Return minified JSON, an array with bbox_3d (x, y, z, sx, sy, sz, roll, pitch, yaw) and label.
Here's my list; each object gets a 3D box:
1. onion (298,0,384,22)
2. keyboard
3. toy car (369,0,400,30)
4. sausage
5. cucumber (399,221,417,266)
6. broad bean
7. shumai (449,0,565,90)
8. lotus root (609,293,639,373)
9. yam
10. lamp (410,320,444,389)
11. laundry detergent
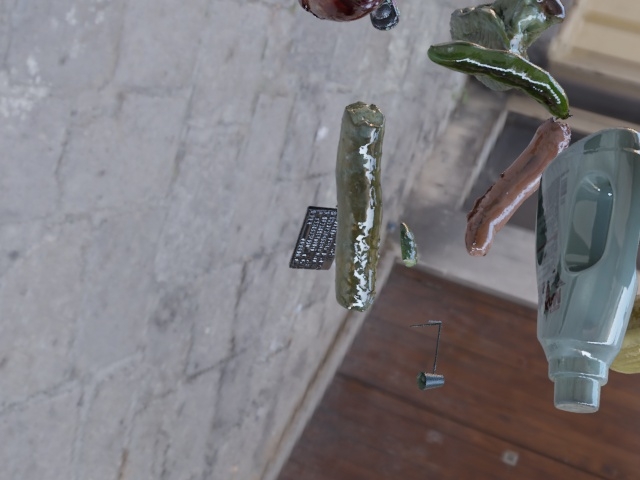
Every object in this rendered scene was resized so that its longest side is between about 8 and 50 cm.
[{"bbox_3d":[0.012,-0.482,1.670,0.219,0.252,0.252,-35,150,-15],"label":"onion"},{"bbox_3d":[0.000,0.000,2.019,0.310,0.100,0.018,112,-21,-65],"label":"keyboard"},{"bbox_3d":[0.134,-0.547,2.198,0.055,0.069,0.142,-24,99,-69],"label":"toy car"},{"bbox_3d":[0.350,-0.096,1.745,0.304,0.078,0.078,-50,158,-9],"label":"sausage"},{"bbox_3d":[0.212,0.005,2.332,0.067,0.035,0.108,49,34,-63],"label":"cucumber"},{"bbox_3d":[0.242,-0.208,1.250,0.069,0.226,0.039,-41,-148,47],"label":"broad bean"},{"bbox_3d":[0.432,-0.477,2.212,0.203,0.222,0.272,-39,-167,-14],"label":"shumai"},{"bbox_3d":[0.620,0.170,1.823,0.146,0.303,0.131,61,38,-11],"label":"lotus root"},{"bbox_3d":[0.056,-0.045,1.431,0.071,0.067,0.318,-7,116,-20],"label":"yam"},{"bbox_3d":[0.193,0.199,1.682,0.041,0.054,0.121,142,-52,-59],"label":"lamp"},{"bbox_3d":[0.402,0.053,1.457,0.264,0.124,0.398,124,-23,-68],"label":"laundry detergent"}]
